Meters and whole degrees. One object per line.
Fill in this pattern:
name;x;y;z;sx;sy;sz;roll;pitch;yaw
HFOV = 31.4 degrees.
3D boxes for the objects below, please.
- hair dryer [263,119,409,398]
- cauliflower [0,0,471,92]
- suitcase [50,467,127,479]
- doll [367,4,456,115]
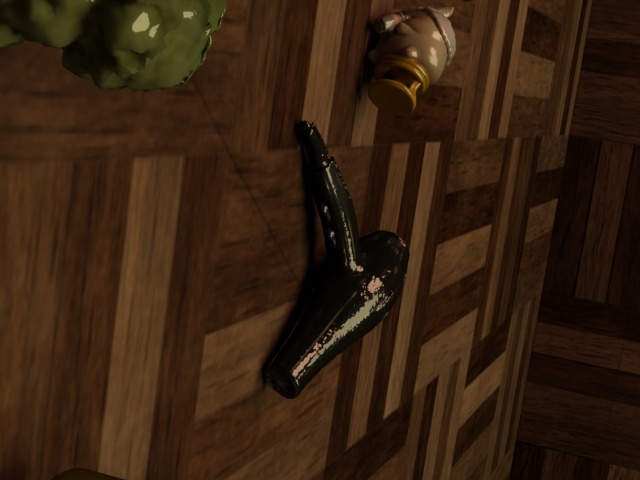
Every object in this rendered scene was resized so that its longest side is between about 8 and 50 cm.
hair dryer;0.000;0.000;0.961;0.195;0.075;0.219;-48;135;-41
cauliflower;-0.044;-0.176;0.409;0.260;0.281;0.327;-34;160;-20
suitcase;-0.131;0.247;0.573;0.194;0.143;0.234;-44;142;-58
doll;0.080;-0.184;1.052;0.084;0.073;0.127;42;58;-31
